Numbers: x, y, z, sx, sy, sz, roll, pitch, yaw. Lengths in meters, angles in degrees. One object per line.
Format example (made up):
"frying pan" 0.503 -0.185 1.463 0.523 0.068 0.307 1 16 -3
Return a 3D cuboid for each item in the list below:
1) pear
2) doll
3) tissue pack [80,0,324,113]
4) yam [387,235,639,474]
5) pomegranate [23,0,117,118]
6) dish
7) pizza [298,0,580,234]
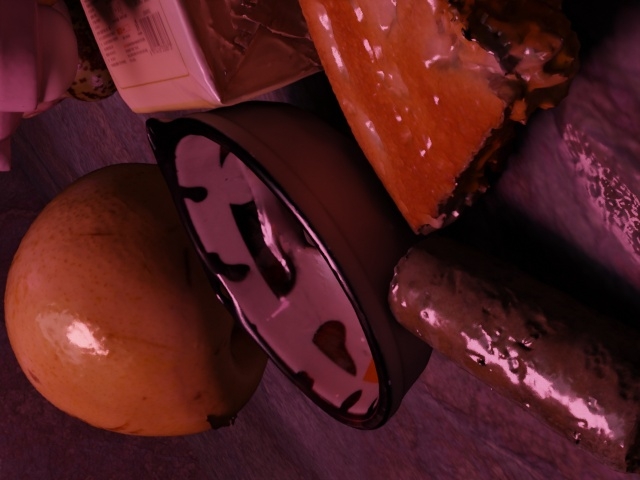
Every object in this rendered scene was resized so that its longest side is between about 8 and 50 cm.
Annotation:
"pear" -0.193 0.069 1.027 0.309 0.309 0.309 48 156 29
"doll" -0.188 -0.217 0.582 0.160 0.094 0.365 45 127 53
"tissue pack" -0.089 -0.184 0.664 0.234 0.125 0.159 12 125 64
"yam" 0.126 0.063 0.539 0.179 0.078 0.078 30 146 35
"pomegranate" -0.300 -0.212 1.096 0.138 0.125 0.163 39 108 33
"dish" 0.000 0.000 0.705 0.303 0.120 0.303 46 157 26
"pizza" 0.061 -0.115 0.468 0.228 0.081 0.290 39 155 61
